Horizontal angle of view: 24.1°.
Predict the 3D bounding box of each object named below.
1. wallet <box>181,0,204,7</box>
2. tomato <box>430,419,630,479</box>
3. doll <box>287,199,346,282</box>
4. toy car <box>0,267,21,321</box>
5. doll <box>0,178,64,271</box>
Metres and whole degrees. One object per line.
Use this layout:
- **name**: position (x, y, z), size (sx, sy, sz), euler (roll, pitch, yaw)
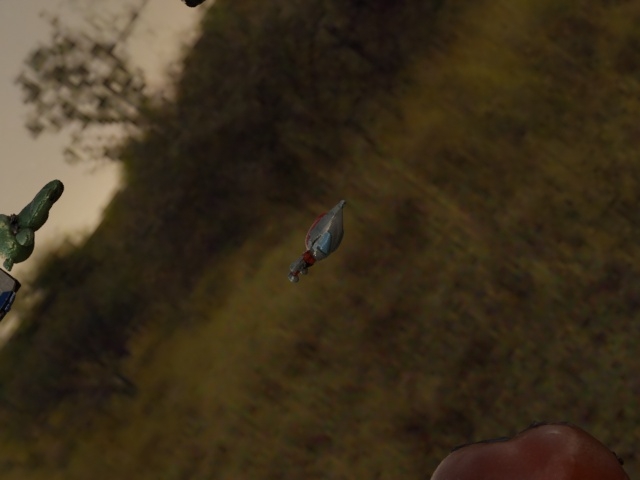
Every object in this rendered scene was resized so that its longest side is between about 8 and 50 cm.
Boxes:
- **wallet**: position (-0.256, -0.452, 2.263), size (0.044, 0.250, 0.149), euler (-43, 6, 21)
- **tomato**: position (0.214, 0.302, 1.564), size (0.228, 0.199, 0.112), euler (-24, 1, 21)
- **doll**: position (0.001, 0.001, 1.702), size (0.114, 0.057, 0.039), euler (-56, 46, 28)
- **toy car**: position (-0.390, 0.027, 1.516), size (0.080, 0.171, 0.070), euler (-54, -4, -10)
- **doll**: position (-0.437, -0.033, 2.222), size (0.150, 0.077, 0.115), euler (-48, 19, 22)
